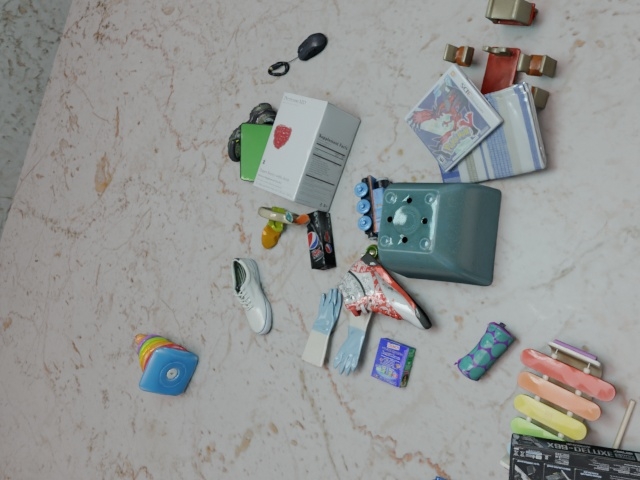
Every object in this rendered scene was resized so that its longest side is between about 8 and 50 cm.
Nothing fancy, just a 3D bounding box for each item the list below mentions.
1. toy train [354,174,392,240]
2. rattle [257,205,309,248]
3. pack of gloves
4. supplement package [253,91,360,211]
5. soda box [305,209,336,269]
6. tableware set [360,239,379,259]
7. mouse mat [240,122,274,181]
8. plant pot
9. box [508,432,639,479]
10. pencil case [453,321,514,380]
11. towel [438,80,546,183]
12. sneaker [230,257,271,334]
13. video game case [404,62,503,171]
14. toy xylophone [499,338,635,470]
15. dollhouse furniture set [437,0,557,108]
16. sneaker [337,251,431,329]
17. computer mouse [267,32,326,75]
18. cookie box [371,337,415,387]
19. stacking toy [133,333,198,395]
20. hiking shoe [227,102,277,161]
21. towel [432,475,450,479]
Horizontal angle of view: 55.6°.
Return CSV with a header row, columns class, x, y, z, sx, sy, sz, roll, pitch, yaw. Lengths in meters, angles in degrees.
class,x,y,z,sx,sy,sz,roll,pitch,yaw
toy train,0.157,-0.094,1.678,0.105,0.080,0.184,-12,73,25
rattle,-0.117,-0.030,1.819,0.199,0.130,0.143,24,87,48
pack of gloves,0.059,0.257,1.722,0.195,0.046,0.232,13,84,43
supplement package,-0.041,-0.259,1.783,0.177,0.175,0.293,23,96,37
soda box,0.000,0.000,1.782,0.053,0.060,0.169,-18,72,36
tableware set,0.145,0.077,1.688,0.104,0.024,0.154,37,104,34
mouse mat,-0.191,-0.278,1.943,0.152,0.007,0.190,9,108,21
plant pot,0.268,-0.032,1.476,0.247,0.252,0.247,4,84,36
box,0.539,0.543,1.229,0.307,0.076,0.243,3,91,19
pencil case,0.393,0.264,1.454,0.070,0.064,0.152,40,106,17
towel,0.402,-0.251,1.489,0.285,0.034,0.209,-8,101,45
sneaker,-0.230,0.174,1.901,0.094,0.091,0.258,-32,65,28
video game case,0.323,-0.299,1.501,0.183,0.023,0.201,54,136,11
toy xylophone,0.535,0.387,1.321,0.236,0.081,0.323,14,91,36
dollhouse furniture set,0.456,-0.458,1.510,0.262,0.135,0.259,20,106,36
sneaker,0.159,0.170,1.597,0.145,0.090,0.270,-43,63,3
computer mouse,-0.082,-0.596,1.951,0.242,0.041,0.071,-23,70,32
cookie box,0.192,0.321,1.604,0.091,0.040,0.107,16,92,37
stacking toy,-0.569,0.391,2.097,0.301,0.175,0.166,28,93,50
hiking shoe,-0.217,-0.335,1.978,0.227,0.086,0.114,-52,57,19
towel,0.384,0.720,1.403,0.335,0.040,0.243,9,89,36
